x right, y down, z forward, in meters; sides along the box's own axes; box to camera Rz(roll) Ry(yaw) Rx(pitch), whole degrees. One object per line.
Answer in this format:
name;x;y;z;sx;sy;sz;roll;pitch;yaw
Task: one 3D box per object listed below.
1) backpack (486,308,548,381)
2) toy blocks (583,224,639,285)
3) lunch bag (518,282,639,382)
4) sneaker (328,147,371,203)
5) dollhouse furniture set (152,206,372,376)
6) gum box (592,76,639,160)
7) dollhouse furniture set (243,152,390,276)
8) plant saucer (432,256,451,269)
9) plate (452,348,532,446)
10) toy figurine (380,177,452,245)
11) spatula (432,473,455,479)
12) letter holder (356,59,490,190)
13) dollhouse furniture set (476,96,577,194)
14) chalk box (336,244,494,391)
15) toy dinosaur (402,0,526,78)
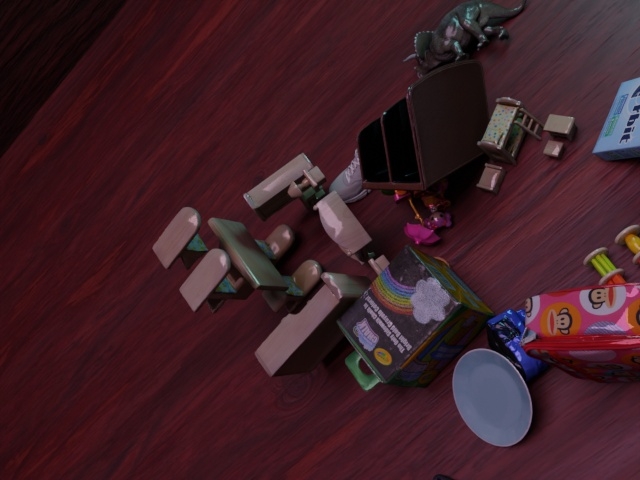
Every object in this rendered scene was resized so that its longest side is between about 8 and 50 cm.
backpack;0.382;0.197;1.255;0.101;0.098;0.120;-30;52;1
toy blocks;0.568;0.063;1.192;0.123;0.054;0.148;-40;53;18
lunch bag;0.460;0.157;1.081;0.258;0.293;0.120;-9;65;40
sneaker;0.107;-0.193;1.613;0.262;0.121;0.099;-37;55;24
dollhouse furniture set;-0.097;0.069;1.499;0.256;0.362;0.394;-49;62;19
gum box;0.603;-0.232;1.228;0.157;0.041;0.184;-66;11;-3
dollhouse furniture set;0.000;0.000;1.542;0.174;0.303;0.355;-36;76;-1
plant saucer;0.250;0.076;1.464;0.083;0.013;0.083;-16;62;33
plate;0.330;0.297;1.266;0.188;0.024;0.188;14;108;51
toy figurine;0.239;-0.069;1.490;0.173;0.130;0.159;-18;74;5
spatula;0.331;0.495;1.218;0.296;0.030;0.084;13;79;41
letter holder;0.217;-0.252;1.389;0.152;0.302;0.214;6;115;40
dollhouse furniture set;0.418;-0.188;1.380;0.161;0.101;0.182;20;85;41
chalk box;0.174;0.184;1.364;0.289;0.179;0.180;-49;55;16
toy dinosaur;0.336;-0.494;1.560;0.313;0.121;0.160;-42;65;22
